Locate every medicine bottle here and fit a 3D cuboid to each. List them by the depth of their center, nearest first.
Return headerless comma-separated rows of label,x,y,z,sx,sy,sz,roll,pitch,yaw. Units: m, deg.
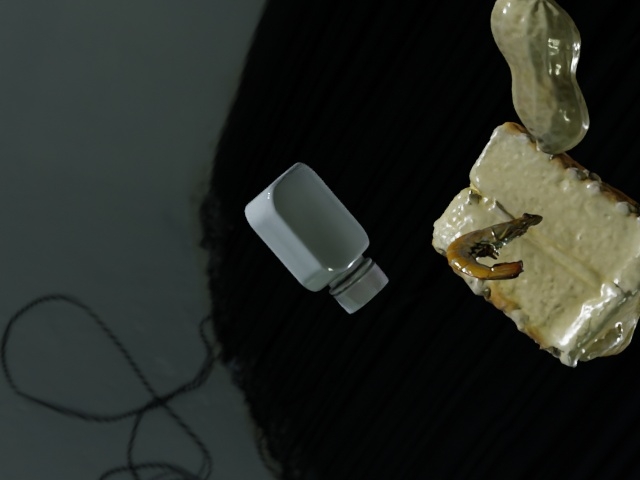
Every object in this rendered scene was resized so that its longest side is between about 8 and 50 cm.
medicine bottle,0.000,0.000,1.476,0.183,0.069,0.119,48,35,-3

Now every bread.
bread,0.418,0.010,2.100,0.371,0.279,0.390,39,11,17

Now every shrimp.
shrimp,0.195,0.006,1.275,0.127,0.025,0.091,-28,37,-24

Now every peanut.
peanut,0.336,-0.256,1.813,0.123,0.123,0.256,-32,105,-58
